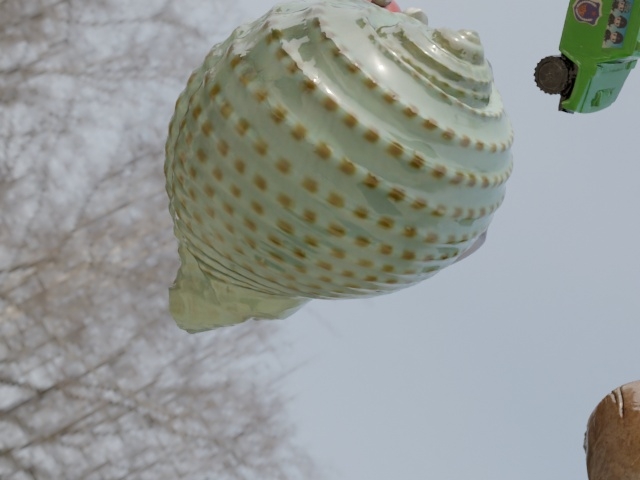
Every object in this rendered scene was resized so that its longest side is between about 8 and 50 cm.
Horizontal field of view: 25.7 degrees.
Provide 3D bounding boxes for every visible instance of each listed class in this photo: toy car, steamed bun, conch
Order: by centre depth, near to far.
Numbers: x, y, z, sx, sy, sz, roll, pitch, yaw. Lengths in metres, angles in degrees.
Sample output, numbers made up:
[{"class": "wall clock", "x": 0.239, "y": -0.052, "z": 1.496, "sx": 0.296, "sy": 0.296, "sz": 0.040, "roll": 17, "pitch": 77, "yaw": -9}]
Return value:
[{"class": "toy car", "x": 0.185, "y": -0.154, "z": 0.857, "sx": 0.062, "sy": 0.071, "sz": 0.165, "roll": 24, "pitch": -66, "yaw": 32}, {"class": "conch", "x": -0.012, "y": -0.077, "z": 1.096, "sx": 0.215, "sy": 0.319, "sz": 0.303, "roll": 60, "pitch": 16, "yaw": -28}, {"class": "steamed bun", "x": 0.289, "y": 0.210, "z": 1.219, "sx": 0.145, "sy": 0.106, "sz": 0.175, "roll": -105, "pitch": 171, "yaw": -51}]

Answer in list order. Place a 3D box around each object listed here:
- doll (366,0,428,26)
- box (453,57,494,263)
[{"class": "doll", "x": 0.052, "y": -0.187, "z": 1.411, "sx": 0.217, "sy": 0.085, "sz": 0.183, "roll": -108, "pitch": -153, "yaw": -64}, {"class": "box", "x": 0.070, "y": -0.084, "z": 1.645, "sx": 0.301, "sy": 0.301, "sz": 0.216, "roll": 141, "pitch": -53, "yaw": -60}]
